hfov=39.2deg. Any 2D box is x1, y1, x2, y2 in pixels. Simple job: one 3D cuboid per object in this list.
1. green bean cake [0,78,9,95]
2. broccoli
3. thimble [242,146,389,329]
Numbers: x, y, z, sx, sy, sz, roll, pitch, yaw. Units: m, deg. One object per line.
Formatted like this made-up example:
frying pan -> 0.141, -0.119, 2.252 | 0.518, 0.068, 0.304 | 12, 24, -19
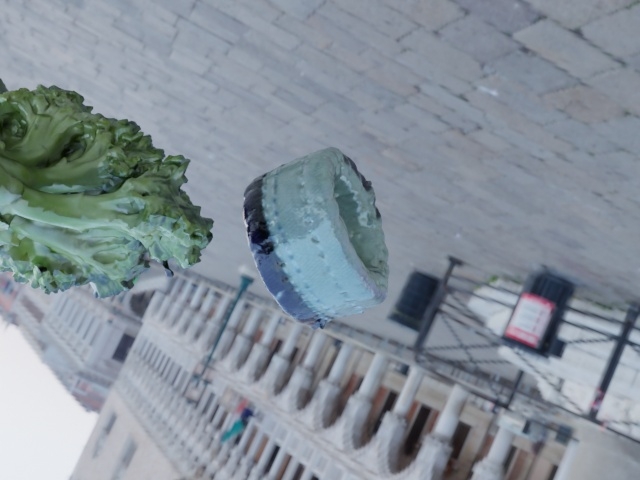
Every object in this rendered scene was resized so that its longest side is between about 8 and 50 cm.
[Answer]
green bean cake -> -0.524, -0.135, 1.245 | 0.250, 0.156, 0.247 | -82, -31, -61
broccoli -> -0.359, -0.066, 0.909 | 0.353, 0.275, 0.397 | -25, 163, 37
thimble -> 0.000, 0.000, 1.253 | 0.150, 0.237, 0.237 | -19, 154, 20
